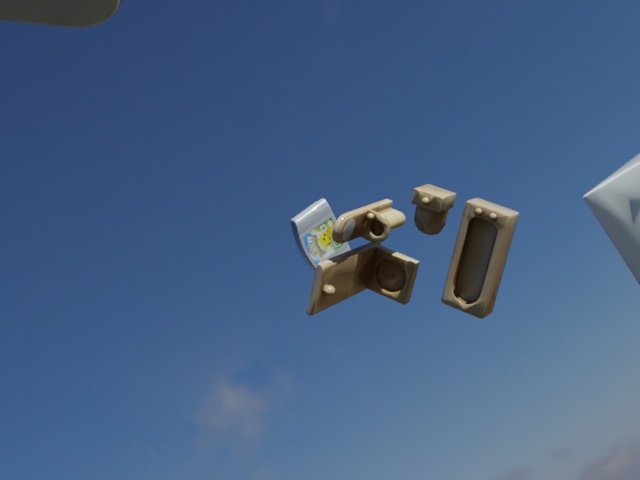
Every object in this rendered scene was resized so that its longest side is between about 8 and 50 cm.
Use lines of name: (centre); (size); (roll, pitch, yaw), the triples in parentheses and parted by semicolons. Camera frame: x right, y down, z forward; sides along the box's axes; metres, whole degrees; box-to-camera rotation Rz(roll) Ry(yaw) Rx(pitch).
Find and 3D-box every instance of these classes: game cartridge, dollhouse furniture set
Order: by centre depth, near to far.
dollhouse furniture set: (0.093, 0.023, 1.091); (0.123, 0.151, 0.144); (-20, -53, -56)
game cartridge: (0.000, 0.000, 1.253); (0.056, 0.083, 0.017); (-35, 25, -17)

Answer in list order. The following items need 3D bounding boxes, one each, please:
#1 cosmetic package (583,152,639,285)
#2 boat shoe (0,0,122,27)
cosmetic package: (0.441, 0.012, 1.149); (0.097, 0.284, 0.377); (-32, -3, 32)
boat shoe: (-0.203, -0.170, 0.622); (0.183, 0.083, 0.065); (7, -49, -10)
